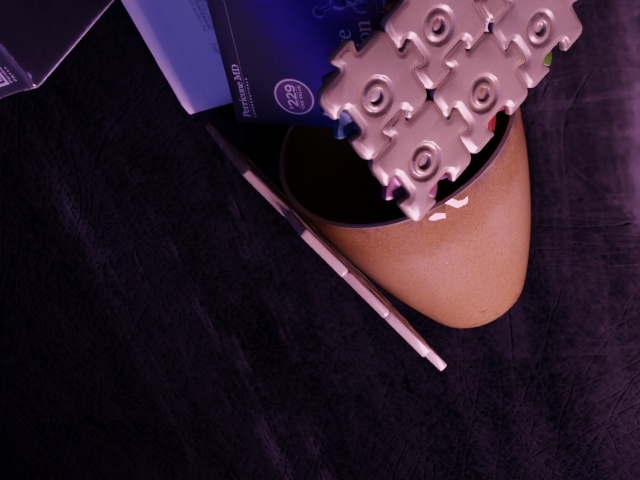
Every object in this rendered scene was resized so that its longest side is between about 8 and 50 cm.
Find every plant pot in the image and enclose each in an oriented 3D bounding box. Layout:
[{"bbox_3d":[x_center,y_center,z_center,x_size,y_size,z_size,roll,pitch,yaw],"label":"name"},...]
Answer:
[{"bbox_3d":[0.115,-0.029,1.149,0.237,0.237,0.254,-8,139,22],"label":"plant pot"}]

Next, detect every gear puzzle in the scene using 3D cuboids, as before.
[{"bbox_3d":[0.134,-0.192,0.962,0.175,0.339,0.044,49,167,-34],"label":"gear puzzle"}]

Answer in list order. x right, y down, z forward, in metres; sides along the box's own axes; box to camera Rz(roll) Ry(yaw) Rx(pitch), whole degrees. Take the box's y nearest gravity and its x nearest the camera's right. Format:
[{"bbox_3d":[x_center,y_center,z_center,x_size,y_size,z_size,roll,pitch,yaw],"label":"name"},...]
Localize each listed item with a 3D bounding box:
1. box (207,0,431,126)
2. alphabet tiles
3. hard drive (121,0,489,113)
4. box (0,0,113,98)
[{"bbox_3d":[-0.003,-0.233,0.996,0.184,0.103,0.261,6,131,24],"label":"box"},{"bbox_3d":[0.000,0.000,1.147,0.011,0.342,0.285,-44,112,2],"label":"alphabet tiles"},{"bbox_3d":[-0.027,-0.263,1.087,0.353,0.047,0.233,-11,125,26],"label":"hard drive"},{"bbox_3d":[-0.408,-0.275,1.078,0.294,0.183,0.296,-11,126,36],"label":"box"}]
